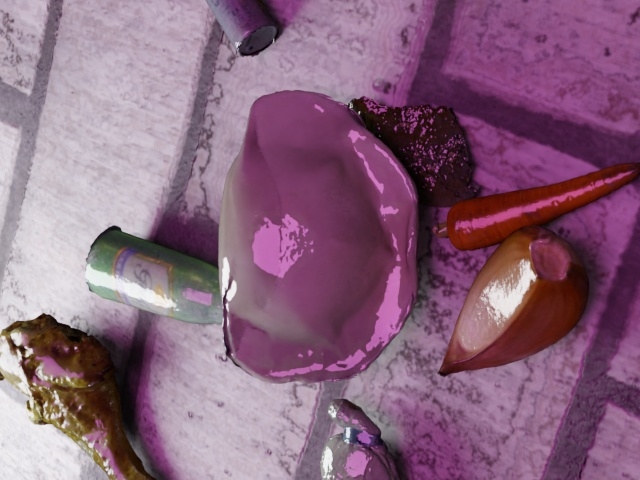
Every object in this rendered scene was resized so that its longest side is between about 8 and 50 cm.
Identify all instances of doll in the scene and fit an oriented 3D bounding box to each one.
[{"bbox_3d":[0.052,0.306,1.463,0.103,0.071,0.214,-12,90,38],"label":"doll"}]

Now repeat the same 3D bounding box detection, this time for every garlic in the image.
[{"bbox_3d":[0.228,0.074,1.297,0.115,0.128,0.207,26,121,-15],"label":"garlic"}]

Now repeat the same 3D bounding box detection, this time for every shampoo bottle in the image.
[{"bbox_3d":[-0.132,-0.349,1.551,0.072,0.072,0.214,-41,70,31],"label":"shampoo bottle"}]

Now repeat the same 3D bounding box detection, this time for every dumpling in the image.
[{"bbox_3d":[0.001,-0.004,1.429,0.260,0.181,0.341,5,68,16],"label":"dumpling"}]

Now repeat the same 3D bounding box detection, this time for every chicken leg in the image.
[{"bbox_3d":[-0.344,0.244,1.720,0.361,0.140,0.211,41,137,15],"label":"chicken leg"}]

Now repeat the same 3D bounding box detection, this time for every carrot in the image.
[{"bbox_3d":[0.248,-0.040,1.311,0.256,0.061,0.061,-17,83,27],"label":"carrot"}]

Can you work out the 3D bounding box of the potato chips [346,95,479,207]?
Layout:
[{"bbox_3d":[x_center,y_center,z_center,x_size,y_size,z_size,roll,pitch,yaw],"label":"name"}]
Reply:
[{"bbox_3d":[0.113,-0.114,1.416,0.209,0.026,0.142,51,118,22],"label":"potato chips"}]

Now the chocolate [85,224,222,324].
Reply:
[{"bbox_3d":[-0.197,0.065,1.615,0.291,0.110,0.110,15,103,32],"label":"chocolate"}]
